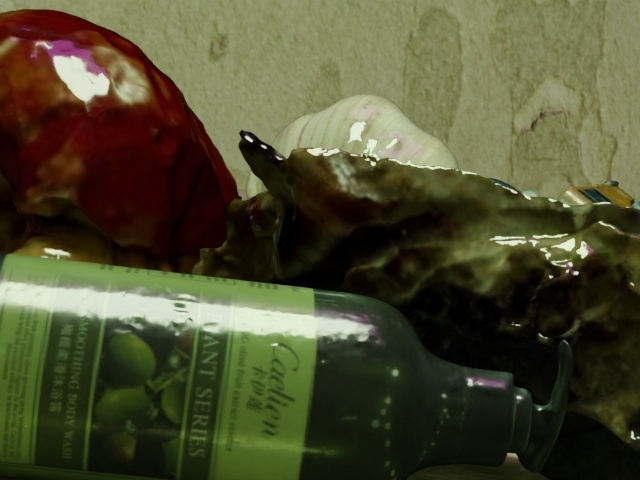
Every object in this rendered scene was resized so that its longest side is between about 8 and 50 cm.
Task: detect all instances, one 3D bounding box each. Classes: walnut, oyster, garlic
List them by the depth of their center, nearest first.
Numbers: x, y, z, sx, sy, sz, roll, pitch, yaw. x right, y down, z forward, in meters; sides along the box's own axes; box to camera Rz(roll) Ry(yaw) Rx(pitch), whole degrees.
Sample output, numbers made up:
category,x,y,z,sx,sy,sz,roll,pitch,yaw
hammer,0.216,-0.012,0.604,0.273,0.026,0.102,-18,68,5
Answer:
category,x,y,z,sx,sy,sz,roll,pitch,yaw
oyster,0.101,0.065,0.912,0.361,0.096,0.221,12,-28,13
walnut,-0.142,-0.007,1.062,0.244,0.221,0.269,43,10,21
garlic,0.000,0.000,1.421,0.199,0.199,0.226,10,31,33

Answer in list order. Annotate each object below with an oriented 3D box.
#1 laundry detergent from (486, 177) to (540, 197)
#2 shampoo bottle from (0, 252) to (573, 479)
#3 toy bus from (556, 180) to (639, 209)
category,x,y,z,sx,sy,sz,roll,pitch,yaw
laundry detergent,0.064,-0.002,1.248,0.206,0.061,0.096,-10,-10,-8
shampoo bottle,-0.031,0.069,0.819,0.284,0.101,0.101,7,5,-5
toy bus,0.207,0.050,1.079,0.182,0.091,0.103,41,21,22
